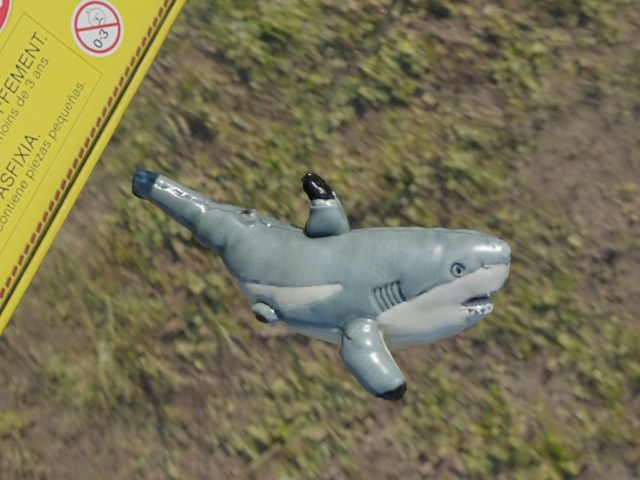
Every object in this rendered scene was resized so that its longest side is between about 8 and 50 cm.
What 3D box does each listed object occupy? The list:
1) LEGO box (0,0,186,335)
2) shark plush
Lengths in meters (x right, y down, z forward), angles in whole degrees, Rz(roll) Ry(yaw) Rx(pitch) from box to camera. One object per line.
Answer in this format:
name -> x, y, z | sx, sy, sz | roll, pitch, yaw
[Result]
LEGO box -> -0.266, -0.116, 0.698 | 0.372, 0.193, 0.500 | 38, 66, -27
shark plush -> 0.000, 0.000, 0.821 | 0.073, 0.161, 0.067 | -32, 144, -52
